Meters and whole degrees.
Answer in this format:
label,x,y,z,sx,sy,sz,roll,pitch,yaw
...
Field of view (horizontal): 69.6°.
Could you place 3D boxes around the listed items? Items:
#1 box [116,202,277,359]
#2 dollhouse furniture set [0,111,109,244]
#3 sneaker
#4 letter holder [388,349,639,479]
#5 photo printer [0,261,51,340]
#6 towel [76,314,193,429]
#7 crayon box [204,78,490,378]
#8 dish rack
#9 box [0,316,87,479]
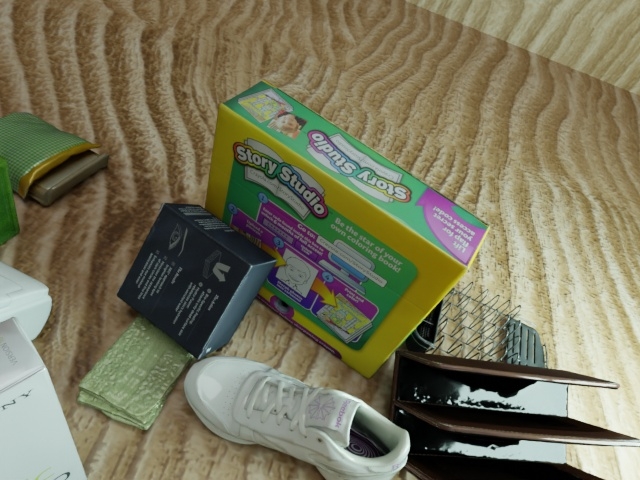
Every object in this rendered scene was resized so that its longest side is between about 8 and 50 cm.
label,x,y,z,sx,sy,sz,roll,pitch,yaw
box,-0.175,0.053,0.659,0.158,0.156,0.093,34,12,13
dollhouse furniture set,-0.507,-0.143,0.717,0.197,0.151,0.301,29,46,4
sneaker,-0.027,0.216,0.595,0.305,0.152,0.114,23,48,1
letter holder,0.271,0.248,0.610,0.301,0.214,0.152,10,81,-13
photo printer,-0.516,0.051,0.506,0.307,0.107,0.256,27,10,2
towel,-0.244,0.174,0.631,0.110,0.027,0.148,25,47,2
crayon box,0.000,0.000,0.681,0.363,0.313,0.106,35,47,10
dish rack,0.288,0.165,0.817,0.271,0.074,0.208,27,47,2
box,-0.318,0.217,0.361,0.058,0.322,0.232,42,49,21
